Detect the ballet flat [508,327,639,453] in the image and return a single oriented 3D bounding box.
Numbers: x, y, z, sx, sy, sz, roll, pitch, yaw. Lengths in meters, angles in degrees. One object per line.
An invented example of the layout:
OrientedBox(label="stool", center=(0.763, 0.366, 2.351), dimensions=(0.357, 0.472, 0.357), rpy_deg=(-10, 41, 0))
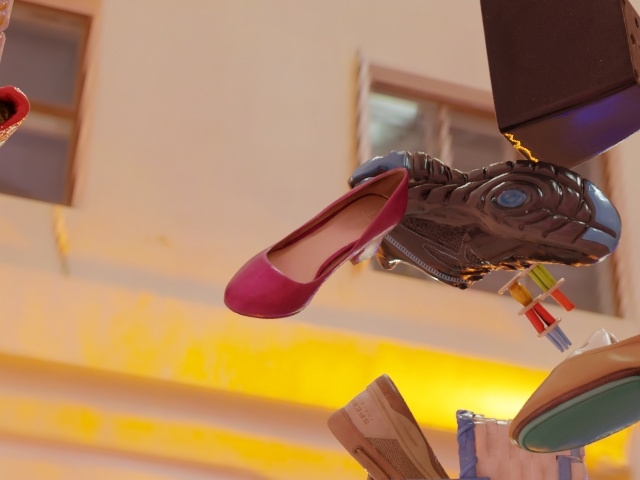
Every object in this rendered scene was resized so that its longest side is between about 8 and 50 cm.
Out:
OrientedBox(label="ballet flat", center=(0.240, 0.090, 1.213), dimensions=(0.080, 0.232, 0.073), rpy_deg=(74, -3, -49))

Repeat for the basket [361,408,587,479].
OrientedBox(label="basket", center=(0.162, 0.297, 1.903), dimensions=(0.255, 0.289, 0.201), rpy_deg=(55, 36, -75))

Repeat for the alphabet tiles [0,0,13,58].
OrientedBox(label="alphabet tiles", center=(-0.425, -0.199, 1.835), dimensions=(0.284, 0.021, 0.278), rpy_deg=(-48, 161, -59))

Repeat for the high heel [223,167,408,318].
OrientedBox(label="high heel", center=(0.000, 0.000, 1.733), dimensions=(0.082, 0.244, 0.117), rpy_deg=(47, -45, 25))

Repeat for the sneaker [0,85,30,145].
OrientedBox(label="sneaker", center=(-0.515, -0.166, 2.249), dimensions=(0.118, 0.279, 0.107), rpy_deg=(-29, -94, 41))

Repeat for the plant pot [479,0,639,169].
OrientedBox(label="plant pot", center=(0.312, -0.208, 2.010), dimensions=(0.167, 0.187, 0.188), rpy_deg=(-15, -113, 22))

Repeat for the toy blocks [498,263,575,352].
OrientedBox(label="toy blocks", center=(0.377, 0.109, 2.721), dimensions=(0.054, 0.148, 0.123), rpy_deg=(-39, 176, -36))

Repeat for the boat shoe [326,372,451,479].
OrientedBox(label="boat shoe", center=(0.108, 0.315, 2.159), dimensions=(0.341, 0.110, 0.122), rpy_deg=(61, -3, -35))

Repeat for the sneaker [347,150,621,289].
OrientedBox(label="sneaker", center=(0.195, -0.014, 1.910), dimensions=(0.341, 0.125, 0.140), rpy_deg=(13, -50, 36))
